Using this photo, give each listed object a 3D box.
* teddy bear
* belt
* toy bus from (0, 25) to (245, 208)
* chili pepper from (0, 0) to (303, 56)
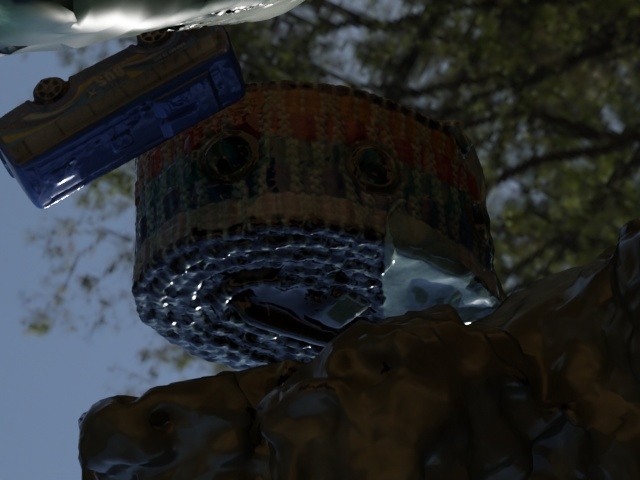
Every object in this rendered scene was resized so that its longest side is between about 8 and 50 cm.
[{"bbox_3d":[0.083,0.120,0.538,0.357,0.368,0.224,39,-142,-49],"label":"teddy bear"},{"bbox_3d":[0.000,0.000,0.973,0.258,0.207,0.150,17,-127,-29],"label":"belt"},{"bbox_3d":[-0.115,-0.078,0.843,0.153,0.051,0.061,-30,-128,-10],"label":"toy bus"},{"bbox_3d":[-0.093,-0.189,0.555,0.233,0.248,0.257,20,-147,27],"label":"chili pepper"}]
